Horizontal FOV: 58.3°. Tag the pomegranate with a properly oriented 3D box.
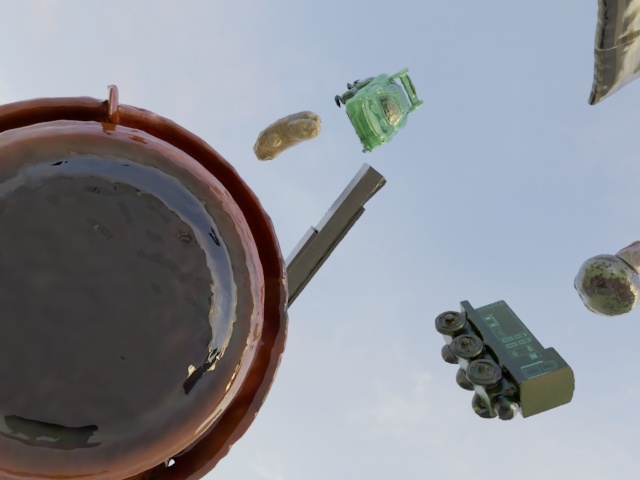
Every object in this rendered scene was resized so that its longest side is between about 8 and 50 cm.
[{"bbox_3d":[0.567,0.068,1.118,0.125,0.163,0.138,17,-9,33],"label":"pomegranate"}]

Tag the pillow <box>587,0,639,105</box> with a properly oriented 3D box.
[{"bbox_3d":[0.431,-0.295,0.720,0.052,0.212,0.208,57,2,34],"label":"pillow"}]

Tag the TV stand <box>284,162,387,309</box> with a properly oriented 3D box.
[{"bbox_3d":[0.000,0.000,0.830,0.040,0.257,0.049,36,8,-12],"label":"TV stand"}]

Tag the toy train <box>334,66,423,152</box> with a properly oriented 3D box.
[{"bbox_3d":[0.086,-0.185,0.796,0.081,0.149,0.099,-20,-73,26],"label":"toy train"}]

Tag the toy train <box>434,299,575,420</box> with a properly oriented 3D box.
[{"bbox_3d":[0.265,0.171,0.866,0.226,0.137,0.090,-112,-176,-60],"label":"toy train"}]

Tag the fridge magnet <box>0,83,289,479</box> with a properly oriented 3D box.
[{"bbox_3d":[-0.194,0.049,0.477,0.364,0.363,0.155,49,-24,-9],"label":"fridge magnet"}]

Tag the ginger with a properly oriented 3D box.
[{"bbox_3d":[-0.074,-0.266,1.392,0.205,0.115,0.081,-12,-35,32],"label":"ginger"}]
